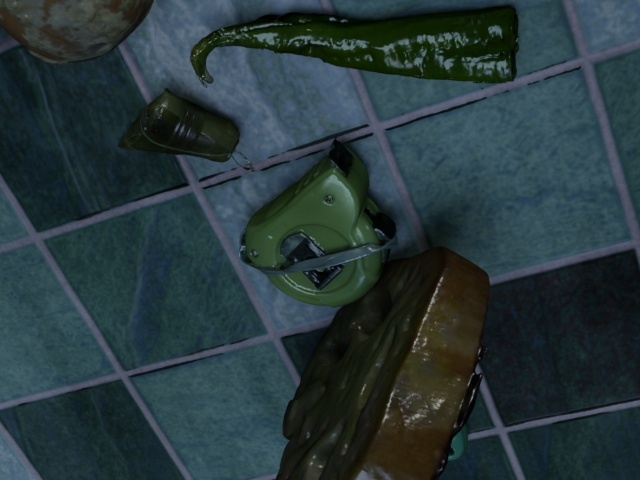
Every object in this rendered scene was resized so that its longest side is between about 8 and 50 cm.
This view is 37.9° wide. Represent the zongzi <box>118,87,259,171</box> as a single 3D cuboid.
[{"bbox_3d":[-0.160,-0.114,1.153,0.154,0.062,0.130,25,144,-24],"label":"zongzi"}]

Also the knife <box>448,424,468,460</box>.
[{"bbox_3d":[0.167,0.192,1.291,0.063,0.034,0.260,1,115,17],"label":"knife"}]

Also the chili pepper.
[{"bbox_3d":[0.038,-0.212,1.033,0.359,0.076,0.085,0,94,6],"label":"chili pepper"}]

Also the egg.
[{"bbox_3d":[-0.263,-0.297,0.960,0.203,0.203,0.245,12,133,2],"label":"egg"}]

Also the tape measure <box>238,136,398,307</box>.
[{"bbox_3d":[0.000,0.000,1.150,0.200,0.106,0.175,-35,107,28],"label":"tape measure"}]

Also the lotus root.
[{"bbox_3d":[0.069,0.171,1.086,0.111,0.390,0.375,31,112,-11],"label":"lotus root"}]
